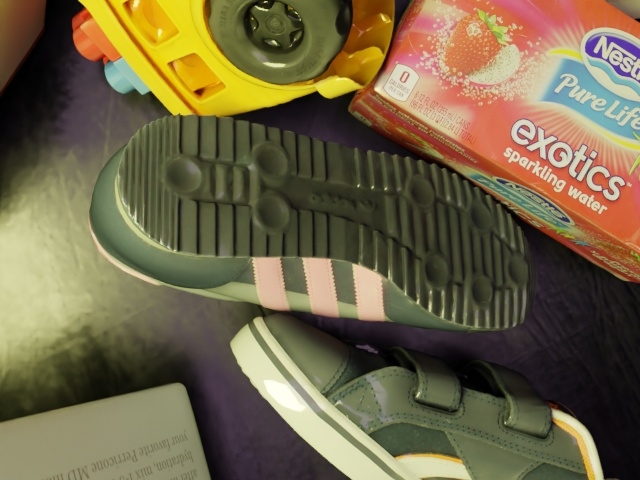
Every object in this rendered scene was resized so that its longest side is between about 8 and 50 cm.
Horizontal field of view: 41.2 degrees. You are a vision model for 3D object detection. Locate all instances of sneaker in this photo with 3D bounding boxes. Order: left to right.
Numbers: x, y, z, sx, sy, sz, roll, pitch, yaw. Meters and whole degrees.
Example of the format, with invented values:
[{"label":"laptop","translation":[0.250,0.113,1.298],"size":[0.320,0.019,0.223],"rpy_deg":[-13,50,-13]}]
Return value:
[{"label":"sneaker","translation":[0.000,0.000,0.581],"size":[0.319,0.131,0.112],"rpy_deg":[17,68,-27]},{"label":"sneaker","translation":[0.090,0.130,0.578],"size":[0.321,0.126,0.127],"rpy_deg":[41,91,-17]}]

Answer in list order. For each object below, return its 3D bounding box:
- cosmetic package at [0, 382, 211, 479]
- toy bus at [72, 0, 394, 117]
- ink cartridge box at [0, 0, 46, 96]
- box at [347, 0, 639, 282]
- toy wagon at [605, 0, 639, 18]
[{"label":"cosmetic package","translation":[-0.131,0.324,0.442],"size":[0.161,0.230,0.453],"rpy_deg":[-21,80,21]},{"label":"toy bus","translation":[-0.088,-0.175,0.509],"size":[0.211,0.149,0.220],"rpy_deg":[-16,128,30]},{"label":"ink cartridge box","translation":[-0.322,-0.151,0.481],"size":[0.272,0.114,0.197],"rpy_deg":[23,53,-7]},{"label":"box","translation":[0.162,-0.082,0.578],"size":[0.256,0.122,0.128],"rpy_deg":[31,88,-6]},{"label":"toy wagon","translation":[0.209,-0.300,0.504],"size":[0.267,0.068,0.344],"rpy_deg":[-2,129,19]}]
